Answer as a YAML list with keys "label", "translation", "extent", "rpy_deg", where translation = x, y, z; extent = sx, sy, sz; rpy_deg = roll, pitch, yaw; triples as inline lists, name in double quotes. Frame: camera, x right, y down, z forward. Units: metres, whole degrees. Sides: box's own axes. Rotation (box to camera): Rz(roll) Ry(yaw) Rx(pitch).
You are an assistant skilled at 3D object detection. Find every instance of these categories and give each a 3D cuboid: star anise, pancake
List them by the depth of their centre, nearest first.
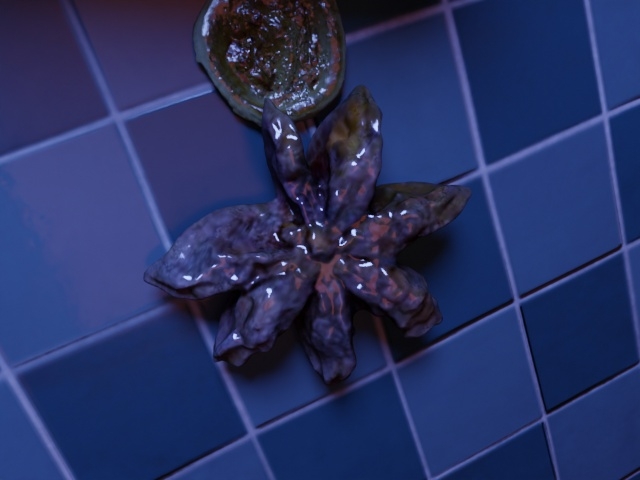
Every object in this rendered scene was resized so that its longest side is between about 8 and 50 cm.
- label: "pancake"
  translation: [-0.028, -0.128, 0.333]
  extent: [0.107, 0.017, 0.108]
  rpy_deg: [-3, 102, -13]
- label: "star anise"
  translation: [0.009, 0.013, 0.343]
  extent: [0.196, 0.073, 0.212]
  rpy_deg: [35, 92, -18]
